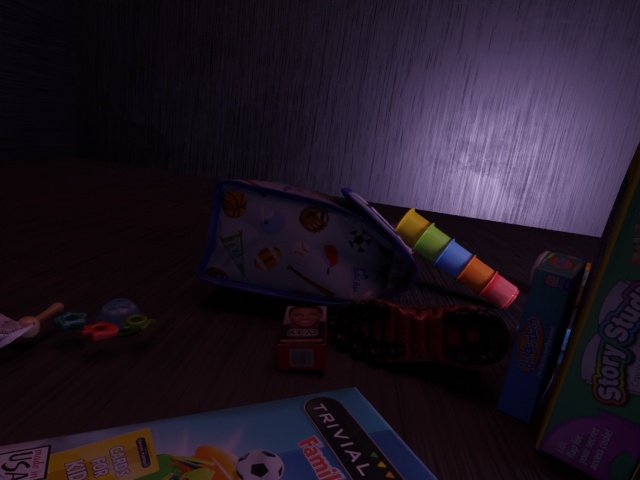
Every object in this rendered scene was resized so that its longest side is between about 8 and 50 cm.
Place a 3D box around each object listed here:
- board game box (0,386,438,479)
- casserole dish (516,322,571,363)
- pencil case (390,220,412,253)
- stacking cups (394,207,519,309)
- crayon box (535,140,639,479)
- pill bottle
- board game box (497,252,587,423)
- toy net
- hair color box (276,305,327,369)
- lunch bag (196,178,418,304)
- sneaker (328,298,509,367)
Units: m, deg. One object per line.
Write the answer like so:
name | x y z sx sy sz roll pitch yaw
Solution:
board game box | -0.060 0.223 0.282 0.337 0.079 0.254 1 16 -28
casserole dish | 0.459 0.199 0.780 0.189 0.036 0.114 11 14 8
pencil case | 0.183 0.014 1.184 0.124 0.124 0.284 16 16 28
stacking cups | 0.329 0.043 1.027 0.316 0.096 0.096 36 22 15
crayon box | 0.405 0.064 0.539 0.106 0.362 0.313 19 24 31
pill bottle | 0.672 0.111 1.094 0.118 0.117 0.209 -4 19 -42
board game box | 0.324 0.131 0.608 0.047 0.210 0.160 19 16 35
toy net | -0.359 0.126 0.579 0.232 0.045 0.122 -4 20 -37
hair color box | -0.025 0.149 0.662 0.072 0.043 0.141 -1 13 1
lunch bag | 0.000 0.000 0.877 0.386 0.238 0.328 13 7 6
sneaker | 0.155 0.149 0.684 0.276 0.097 0.135 0 -12 23
